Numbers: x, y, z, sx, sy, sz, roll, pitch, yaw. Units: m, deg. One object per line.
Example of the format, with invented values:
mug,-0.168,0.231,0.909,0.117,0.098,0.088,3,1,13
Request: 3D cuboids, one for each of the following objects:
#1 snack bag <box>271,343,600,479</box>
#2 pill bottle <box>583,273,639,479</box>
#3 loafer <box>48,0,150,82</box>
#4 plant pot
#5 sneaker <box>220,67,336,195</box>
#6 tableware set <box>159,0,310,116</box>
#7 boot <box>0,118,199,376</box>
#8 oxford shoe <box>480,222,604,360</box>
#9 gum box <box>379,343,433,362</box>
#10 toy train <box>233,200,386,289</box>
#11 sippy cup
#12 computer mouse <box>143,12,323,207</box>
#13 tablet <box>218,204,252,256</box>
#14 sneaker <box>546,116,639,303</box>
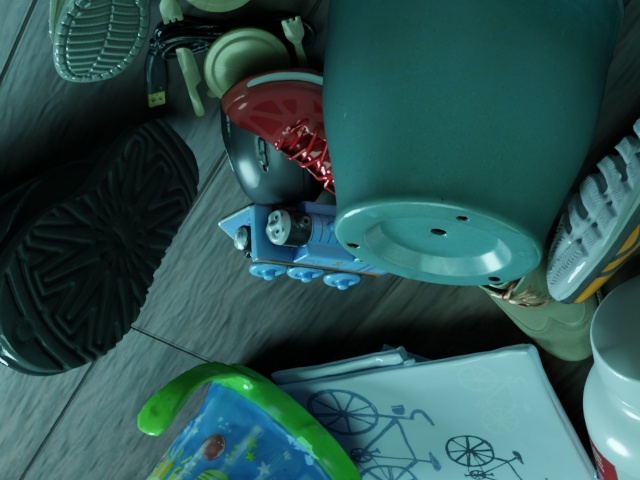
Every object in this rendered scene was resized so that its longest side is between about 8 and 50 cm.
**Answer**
snack bag,0.154,0.241,1.773,0.343,0.037,0.323,-13,130,25
pill bottle,0.422,0.231,1.627,0.229,0.229,0.407,-6,132,18
loafer,-0.211,-0.263,1.394,0.094,0.087,0.251,-2,134,-23
plant pot,0.123,-0.106,1.287,0.272,0.255,0.271,8,158,3
sneaker,0.008,-0.088,1.426,0.221,0.128,0.087,8,146,-37
tableware set,-0.086,-0.220,1.405,0.128,0.039,0.194,-14,125,0
boot,-0.378,0.051,1.530,0.445,0.367,0.146,-15,113,31
oxford shoe,0.203,0.033,1.552,0.123,0.130,0.348,-21,126,29
gum box,0.138,0.217,1.808,0.184,0.041,0.157,19,135,-5
toy train,0.000,0.000,1.569,0.184,0.080,0.105,9,156,-33
sippy cup,-0.105,0.306,1.758,0.305,0.224,0.240,45,161,0
computer mouse,-0.094,-0.120,1.520,0.184,0.060,0.262,4,134,8
tablet,-0.072,-0.005,1.665,0.054,0.006,0.083,-26,124,32
sneaker,0.369,-0.036,1.422,0.180,0.124,0.321,26,119,-15
